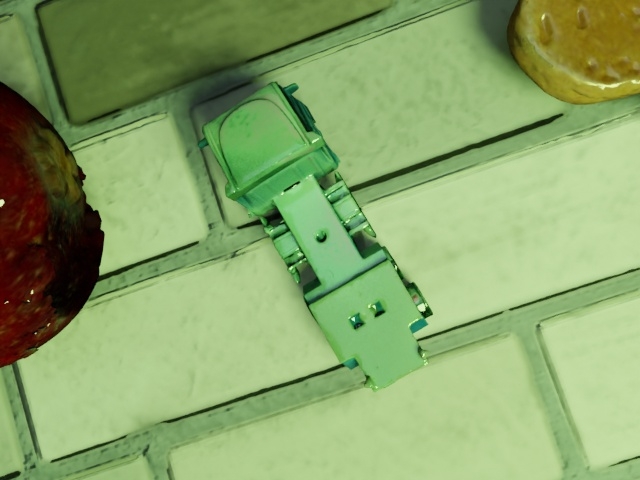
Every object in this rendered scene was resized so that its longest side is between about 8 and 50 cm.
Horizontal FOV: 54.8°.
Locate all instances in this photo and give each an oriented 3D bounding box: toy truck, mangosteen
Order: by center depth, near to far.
[{"bbox_3d":[-0.212,-0.007,0.322,0.180,0.166,0.166,-10,84,8],"label":"mangosteen"},{"bbox_3d":[0.000,0.000,0.337,0.067,0.081,0.175,-31,83,5],"label":"toy truck"}]

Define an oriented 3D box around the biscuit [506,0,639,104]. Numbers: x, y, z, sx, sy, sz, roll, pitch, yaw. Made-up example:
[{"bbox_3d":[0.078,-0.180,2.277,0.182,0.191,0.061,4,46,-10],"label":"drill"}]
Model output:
[{"bbox_3d":[0.253,-0.200,0.343,0.205,0.049,0.324,25,89,6],"label":"biscuit"}]
